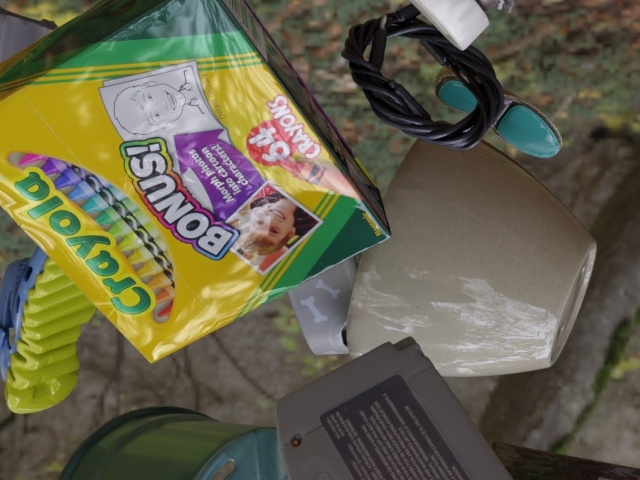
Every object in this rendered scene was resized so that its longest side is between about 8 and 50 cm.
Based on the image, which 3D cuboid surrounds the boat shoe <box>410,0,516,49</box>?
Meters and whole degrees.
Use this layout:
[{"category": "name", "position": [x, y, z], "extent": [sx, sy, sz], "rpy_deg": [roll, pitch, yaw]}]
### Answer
[{"category": "boat shoe", "position": [0.032, -0.229, 0.740], "extent": [0.116, 0.096, 0.324], "rpy_deg": [37, -166, -41]}]

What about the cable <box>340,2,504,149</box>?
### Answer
[{"category": "cable", "position": [0.108, -0.172, 1.362], "extent": [0.150, 0.184, 0.047], "rpy_deg": [-17, 155, -31]}]

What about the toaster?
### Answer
[{"category": "toaster", "position": [-0.446, -0.237, 1.782], "extent": [0.129, 0.146, 0.227], "rpy_deg": [-1, 175, 29]}]

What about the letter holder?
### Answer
[{"category": "letter holder", "position": [0.372, 0.441, 1.871], "extent": [0.301, 0.214, 0.152], "rpy_deg": [10, -162, 12]}]

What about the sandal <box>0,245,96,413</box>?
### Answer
[{"category": "sandal", "position": [-0.346, 0.069, 1.596], "extent": [0.126, 0.317, 0.138], "rpy_deg": [-10, -130, -45]}]

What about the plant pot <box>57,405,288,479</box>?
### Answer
[{"category": "plant pot", "position": [-0.135, 0.373, 1.678], "extent": [0.341, 0.341, 0.334], "rpy_deg": [-3, 171, -32]}]

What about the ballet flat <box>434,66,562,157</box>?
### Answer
[{"category": "ballet flat", "position": [0.247, -0.186, 1.784], "extent": [0.206, 0.073, 0.067], "rpy_deg": [30, -144, -20]}]

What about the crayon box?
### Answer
[{"category": "crayon box", "position": [-0.152, -0.076, 1.359], "extent": [0.313, 0.363, 0.106], "rpy_deg": [-29, -146, 13]}]

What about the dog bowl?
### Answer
[{"category": "dog bowl", "position": [0.000, 0.000, 1.808], "extent": [0.102, 0.349, 0.349], "rpy_deg": [-16, -173, 3]}]

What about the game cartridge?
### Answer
[{"category": "game cartridge", "position": [0.075, 0.242, 1.299], "extent": [0.196, 0.060, 0.294], "rpy_deg": [-24, -133, -10]}]

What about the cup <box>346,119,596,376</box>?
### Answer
[{"category": "cup", "position": [0.208, 0.042, 1.645], "extent": [0.237, 0.331, 0.331], "rpy_deg": [21, -166, 18]}]
